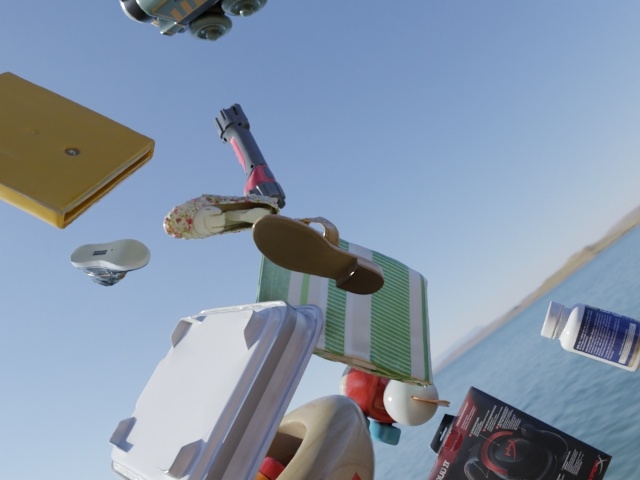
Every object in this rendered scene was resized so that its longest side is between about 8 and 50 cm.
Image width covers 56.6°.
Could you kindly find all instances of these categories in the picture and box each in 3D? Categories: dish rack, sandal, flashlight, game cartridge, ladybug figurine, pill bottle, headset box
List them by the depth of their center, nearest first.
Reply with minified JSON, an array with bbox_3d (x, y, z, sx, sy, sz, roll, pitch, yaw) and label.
[{"bbox_3d":[-0.155,0.194,0.748,0.333,0.072,0.285,-15,43,56],"label":"dish rack"},{"bbox_3d":[-0.078,0.426,0.872,0.449,0.162,0.305,-42,8,-23],"label":"ladybug figurine"},{"bbox_3d":[-0.004,0.004,0.902,0.240,0.079,0.088,28,-53,-29],"label":"sandal"},{"bbox_3d":[-0.500,-0.169,1.030,0.285,0.324,0.052,-60,-6,-54],"label":"game cartridge"},{"bbox_3d":[0.500,0.168,1.089,0.094,0.170,0.094,-51,-30,-45],"label":"pill bottle"},{"bbox_3d":[0.346,0.423,1.101,0.218,0.293,0.110,-63,-29,-8],"label":"headset box"},{"bbox_3d":[-0.191,-0.203,1.533,0.103,0.304,0.103,-24,-25,-12],"label":"flashlight"}]

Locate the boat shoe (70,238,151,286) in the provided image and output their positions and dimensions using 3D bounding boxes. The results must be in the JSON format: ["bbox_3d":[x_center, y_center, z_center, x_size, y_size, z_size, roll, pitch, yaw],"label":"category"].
[{"bbox_3d":[-0.394,0.046,1.166,0.184,0.065,0.083,0,-38,24],"label":"boat shoe"}]

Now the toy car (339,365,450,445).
[{"bbox_3d":[0.183,0.331,1.257,0.210,0.219,0.238,26,-16,-38],"label":"toy car"}]

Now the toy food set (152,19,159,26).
[{"bbox_3d":[-0.313,-0.468,1.220,0.083,0.082,0.020,8,-21,6],"label":"toy food set"}]

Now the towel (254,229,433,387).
[{"bbox_3d":[0.045,0.106,1.018,0.325,0.247,0.038,19,-39,-17],"label":"towel"}]

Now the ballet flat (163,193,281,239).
[{"bbox_3d":[-0.186,-0.051,1.179,0.241,0.091,0.077,-14,17,-30],"label":"ballet flat"}]

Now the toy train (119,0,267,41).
[{"bbox_3d":[-0.167,-0.424,0.914,0.334,0.142,0.190,-16,-7,39],"label":"toy train"}]
